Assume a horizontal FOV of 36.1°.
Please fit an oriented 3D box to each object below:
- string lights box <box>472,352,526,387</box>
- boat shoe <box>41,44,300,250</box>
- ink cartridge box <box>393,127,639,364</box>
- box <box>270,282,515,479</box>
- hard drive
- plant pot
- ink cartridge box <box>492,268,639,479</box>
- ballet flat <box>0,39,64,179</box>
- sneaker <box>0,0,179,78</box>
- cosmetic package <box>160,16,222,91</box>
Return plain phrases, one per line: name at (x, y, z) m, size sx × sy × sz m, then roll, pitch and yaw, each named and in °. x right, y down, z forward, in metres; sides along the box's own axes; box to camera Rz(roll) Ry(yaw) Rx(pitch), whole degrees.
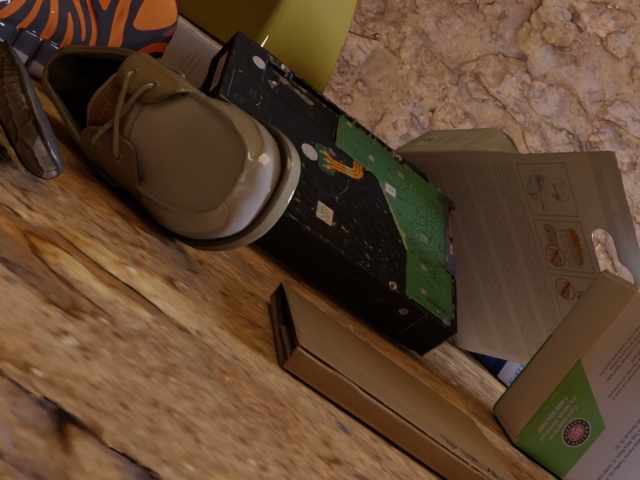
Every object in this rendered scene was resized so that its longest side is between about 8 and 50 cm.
string lights box at (0.280, 0.156, 1.497) m, size 0.133 × 0.076 × 0.260 m, roll 30°, pitch 8°, yaw -35°
boat shoe at (-0.131, -0.079, 0.747) m, size 0.103 × 0.113 × 0.302 m, roll 31°, pitch -3°, yaw -38°
ink cartridge box at (0.272, 0.013, 1.221) m, size 0.385 × 0.091 × 0.308 m, roll 6°, pitch -59°, yaw 56°
box at (0.051, 0.112, 0.711) m, size 0.201 × 0.021 × 0.164 m, roll 36°, pitch 6°, yaw -12°
hard drive at (0.009, -0.050, 1.061) m, size 0.339 × 0.064 × 0.236 m, roll 34°, pitch 37°, yaw -23°
plant pot at (-0.070, -0.333, 1.312) m, size 0.212 × 0.187 × 0.212 m, roll 37°, pitch 6°, yaw 25°
ink cartridge box at (0.351, 0.193, 1.014) m, size 0.273 × 0.198 × 0.115 m, roll 37°, pitch 5°, yaw -7°
ballet flat at (-0.232, -0.112, 0.646) m, size 0.250 × 0.058 × 0.084 m, roll 48°, pitch -24°, yaw 39°
sneaker at (-0.269, -0.261, 0.955) m, size 0.124 × 0.180 × 0.321 m, roll 41°, pitch 7°, yaw 37°
cosmetic package at (-0.220, -0.230, 1.229) m, size 0.225 × 0.138 × 0.224 m, roll 37°, pitch 5°, yaw -12°
